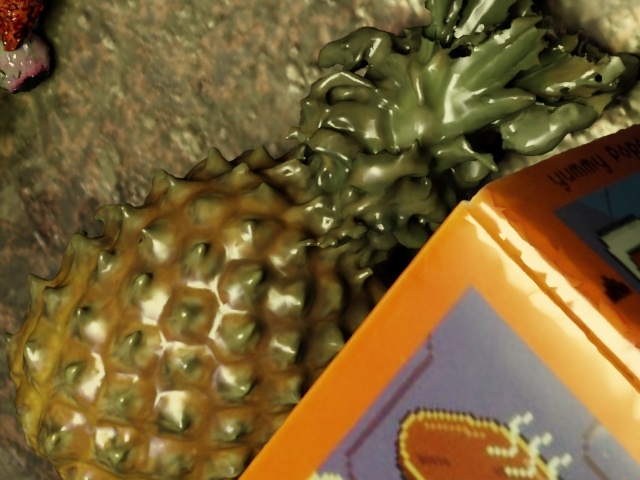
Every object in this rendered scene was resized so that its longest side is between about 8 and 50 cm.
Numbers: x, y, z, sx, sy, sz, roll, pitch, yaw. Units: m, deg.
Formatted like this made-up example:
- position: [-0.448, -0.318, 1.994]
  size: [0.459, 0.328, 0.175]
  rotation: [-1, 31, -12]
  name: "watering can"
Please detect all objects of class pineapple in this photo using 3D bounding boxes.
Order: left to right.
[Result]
- position: [0.000, 0.000, 0.822]
  size: [0.361, 0.175, 0.175]
  rotation: [-36, 83, 19]
  name: "pineapple"

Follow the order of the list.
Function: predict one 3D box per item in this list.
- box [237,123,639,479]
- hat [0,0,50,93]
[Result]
- position: [0.184, 0.150, 0.628]
  size: [0.348, 0.318, 0.257]
  rotation: [48, 122, 18]
  name: "box"
- position: [-0.176, -0.178, 0.899]
  size: [0.129, 0.140, 0.227]
  rotation: [33, 132, 32]
  name: "hat"
